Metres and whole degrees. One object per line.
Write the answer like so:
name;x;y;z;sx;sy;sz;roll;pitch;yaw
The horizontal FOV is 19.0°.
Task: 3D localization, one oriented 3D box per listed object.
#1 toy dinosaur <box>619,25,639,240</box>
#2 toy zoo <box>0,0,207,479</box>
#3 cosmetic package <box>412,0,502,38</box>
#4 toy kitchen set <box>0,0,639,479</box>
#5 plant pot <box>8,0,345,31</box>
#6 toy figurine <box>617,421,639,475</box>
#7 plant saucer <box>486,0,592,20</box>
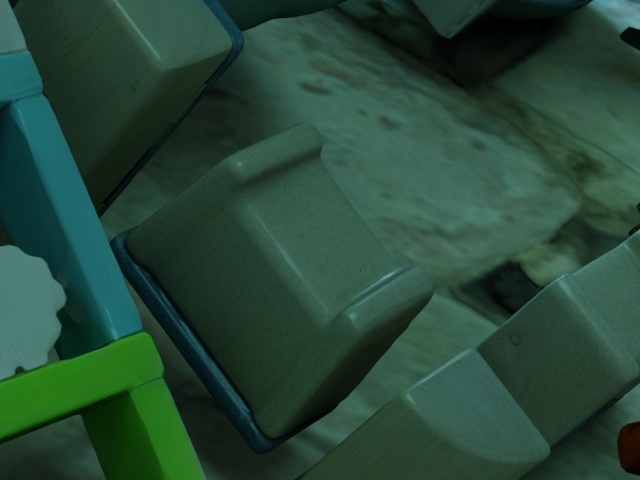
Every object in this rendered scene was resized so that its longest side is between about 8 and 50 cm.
toy dinosaur;0.260;-0.091;0.842;0.322;0.164;0.218;-17;50;-42
toy zoo;-0.151;-0.019;0.494;0.192;0.030;0.293;-20;84;-45
cosmetic package;0.026;-0.298;0.853;0.365;0.155;0.197;51;38;1
toy kitchen set;0.000;0.000;0.646;0.207;0.122;0.166;53;40;9
plant pot;-0.127;-0.184;0.684;0.196;0.293;0.293;-27;54;-21
toy figurine;0.226;0.062;0.594;0.209;0.148;0.213;49;39;14
plant saucer;0.082;-0.140;0.938;0.119;0.021;0.119;14;34;-10
